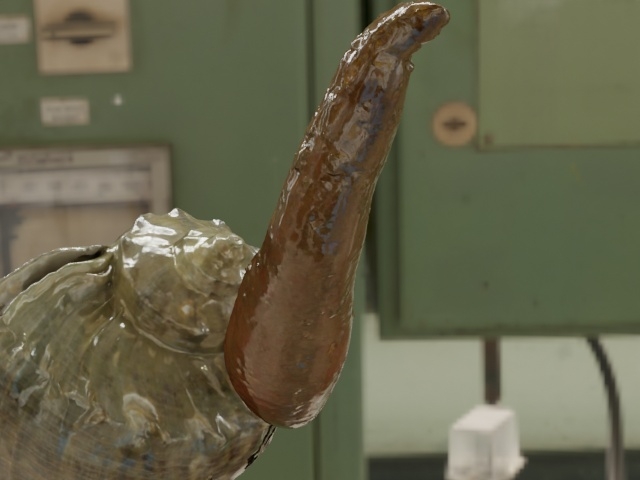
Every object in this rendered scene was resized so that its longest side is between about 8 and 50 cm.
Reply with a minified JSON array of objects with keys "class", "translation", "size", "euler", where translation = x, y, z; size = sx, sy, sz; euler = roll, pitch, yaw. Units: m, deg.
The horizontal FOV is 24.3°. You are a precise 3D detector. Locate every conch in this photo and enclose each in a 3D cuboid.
[{"class":"conch","translation":[-0.098,0.067,0.682],"size":[0.155,0.207,0.130],"euler":[26,35,-20]}]

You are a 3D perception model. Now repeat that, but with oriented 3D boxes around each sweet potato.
[{"class":"sweet potato","translation":[0.000,0.000,0.555],"size":[0.050,0.214,0.050],"euler":[9,44,-8]}]
